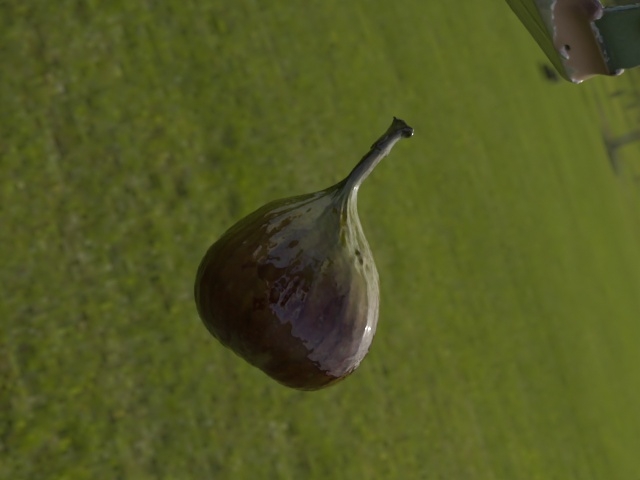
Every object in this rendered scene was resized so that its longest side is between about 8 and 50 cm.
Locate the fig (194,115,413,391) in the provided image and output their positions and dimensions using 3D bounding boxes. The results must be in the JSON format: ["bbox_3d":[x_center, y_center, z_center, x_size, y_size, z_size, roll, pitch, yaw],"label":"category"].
[{"bbox_3d":[0.001,0.014,1.432,0.231,0.160,0.143,-48,142,-23],"label":"fig"}]

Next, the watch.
[{"bbox_3d":[0.285,-0.276,1.579,0.253,0.241,0.162,60,5,36],"label":"watch"}]
